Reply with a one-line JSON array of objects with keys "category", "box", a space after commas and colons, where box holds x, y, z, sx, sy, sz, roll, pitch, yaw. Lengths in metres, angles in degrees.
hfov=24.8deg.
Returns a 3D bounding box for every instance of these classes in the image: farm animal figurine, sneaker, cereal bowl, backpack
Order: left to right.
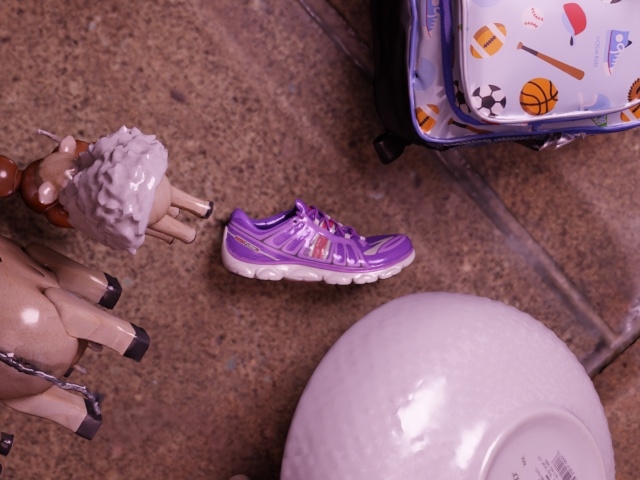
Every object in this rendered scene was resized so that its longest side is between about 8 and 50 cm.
[{"category": "farm animal figurine", "box": [-0.261, 0.054, 1.103, 0.172, 0.326, 0.330, 27, 83, -28]}, {"category": "sneaker", "box": [0.000, 0.000, 1.258, 0.169, 0.068, 0.071, 2, 100, -10]}, {"category": "cereal bowl", "box": [0.135, 0.213, 1.223, 0.339, 0.141, 0.339, 0, 90, -38]}, {"category": "backpack", "box": [0.183, -0.197, 1.164, 0.263, 0.213, 0.277, -6, 105, -19]}]

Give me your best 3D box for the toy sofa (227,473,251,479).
[{"category": "toy sofa", "box": [-0.043, 0.407, 1.327, 0.177, 0.150, 0.363, -15, 108, -10]}]
